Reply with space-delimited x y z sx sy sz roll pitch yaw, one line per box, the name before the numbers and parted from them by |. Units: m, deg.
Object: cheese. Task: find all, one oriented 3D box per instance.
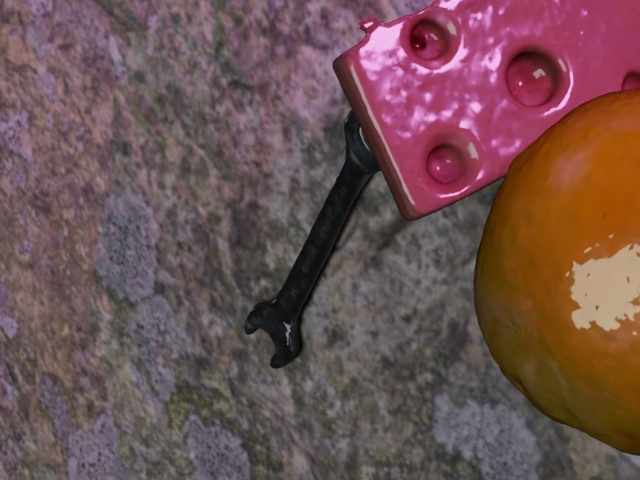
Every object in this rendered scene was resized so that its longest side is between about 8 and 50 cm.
cheese | 0.097 -0.104 1.259 0.128 0.203 0.177 63 165 -3

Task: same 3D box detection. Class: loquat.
loquat | 0.207 0.010 1.122 0.244 0.244 0.244 17 118 36

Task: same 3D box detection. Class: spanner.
spanner | 0.000 0.000 1.446 0.054 0.015 0.254 43 131 21
